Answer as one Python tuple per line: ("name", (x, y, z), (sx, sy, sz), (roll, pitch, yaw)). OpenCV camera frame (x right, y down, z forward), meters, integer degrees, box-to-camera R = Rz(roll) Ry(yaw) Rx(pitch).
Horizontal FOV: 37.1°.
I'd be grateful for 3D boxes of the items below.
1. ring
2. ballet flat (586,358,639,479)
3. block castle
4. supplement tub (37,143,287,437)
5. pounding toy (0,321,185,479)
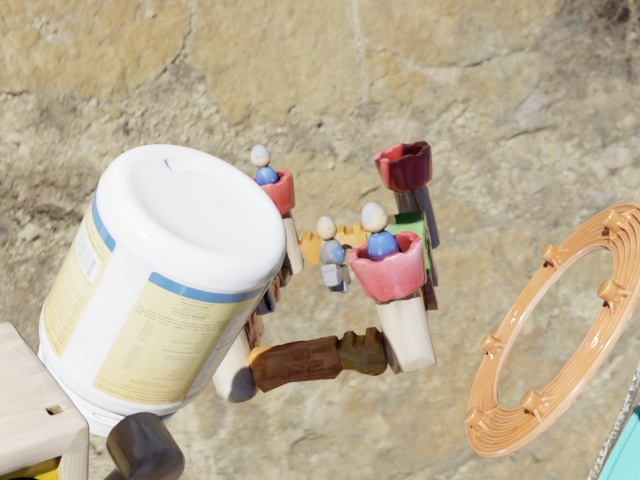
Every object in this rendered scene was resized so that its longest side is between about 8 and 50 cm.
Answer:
("ring", (0.259, 0.096, 1.097), (0.032, 0.336, 0.336), (33, 65, -5))
("ballet flat", (0.341, 0.082, 0.748), (0.182, 0.164, 0.482), (33, 82, -52))
("block castle", (0.000, 0.000, 1.249), (0.303, 0.453, 0.212), (-11, 110, 12))
("supplement tub", (-0.128, 0.042, 0.729), (0.144, 0.199, 0.144), (23, 33, -16))
("pounding toy", (-0.142, 0.139, 0.431), (0.206, 0.094, 0.181), (-14, 126, -35))
